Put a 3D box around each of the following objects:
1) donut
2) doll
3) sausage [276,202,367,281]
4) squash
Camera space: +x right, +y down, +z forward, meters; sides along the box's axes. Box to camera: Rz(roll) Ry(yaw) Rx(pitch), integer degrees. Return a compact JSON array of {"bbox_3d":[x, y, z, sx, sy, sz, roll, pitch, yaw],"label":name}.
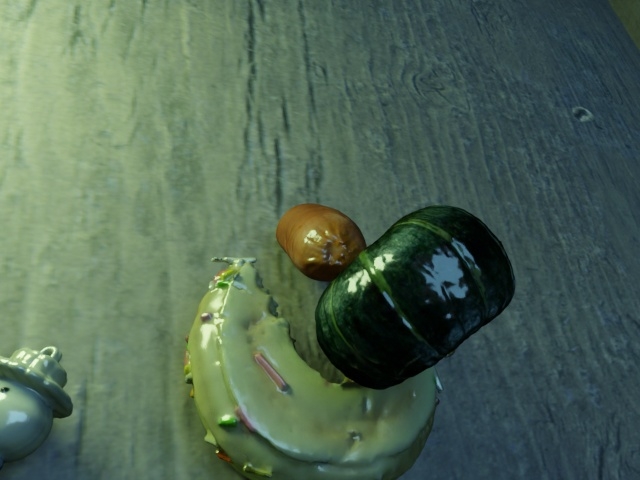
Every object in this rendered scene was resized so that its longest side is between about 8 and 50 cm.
[{"bbox_3d":[-0.014,0.205,0.826,0.371,0.150,0.307,21,49,-17],"label":"donut"},{"bbox_3d":[-0.359,0.232,0.616,0.119,0.138,0.293,63,36,-38],"label":"doll"},{"bbox_3d":[0.000,0.000,0.913,0.113,0.259,0.114,-2,99,-11],"label":"sausage"},{"bbox_3d":[0.112,0.070,0.726,0.165,0.252,0.252,49,47,7],"label":"squash"}]
